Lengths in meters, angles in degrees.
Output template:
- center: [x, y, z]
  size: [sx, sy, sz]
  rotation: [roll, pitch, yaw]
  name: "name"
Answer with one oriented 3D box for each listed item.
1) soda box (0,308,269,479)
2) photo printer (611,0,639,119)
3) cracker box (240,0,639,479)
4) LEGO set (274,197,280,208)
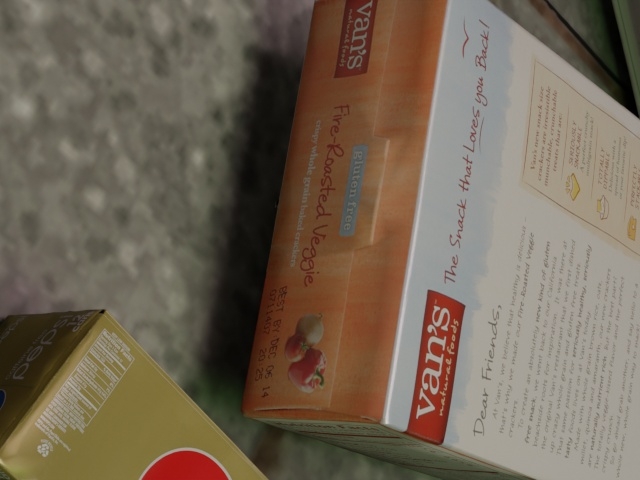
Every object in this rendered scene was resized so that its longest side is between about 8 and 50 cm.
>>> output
- center: [-0.045, 0.103, 0.473]
  size: [0.181, 0.061, 0.058]
  rotation: [51, 56, -26]
  name: "soda box"
- center: [0.255, -0.113, 0.729]
  size: [0.256, 0.107, 0.307]
  rotation: [-20, 99, -41]
  name: "photo printer"
- center: [0.078, 0.018, 0.566]
  size: [0.232, 0.067, 0.155]
  rotation: [27, 68, -48]
  name: "cracker box"
- center: [-0.002, 0.000, 0.553]
  size: [0.054, 0.023, 0.083]
  rotation: [40, 74, -29]
  name: "LEGO set"
